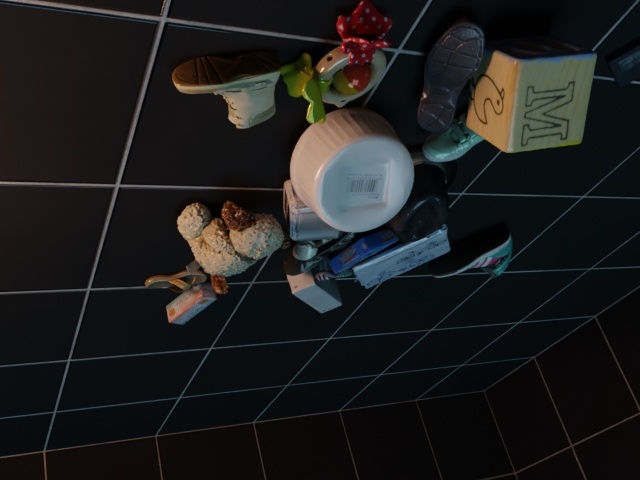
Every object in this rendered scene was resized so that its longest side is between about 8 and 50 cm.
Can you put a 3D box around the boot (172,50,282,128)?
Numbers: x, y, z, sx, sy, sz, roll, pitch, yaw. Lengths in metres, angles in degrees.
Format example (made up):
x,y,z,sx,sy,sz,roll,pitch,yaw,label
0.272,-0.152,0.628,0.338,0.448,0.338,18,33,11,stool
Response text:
x,y,z,sx,sy,sz,roll,pitch,yaw,label
-0.185,-0.292,1.416,0.213,0.077,0.165,-12,154,-15,boot

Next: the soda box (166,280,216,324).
x,y,z,sx,sy,sz,roll,pitch,yaw,label
-0.400,0.192,2.182,0.058,0.063,0.183,15,140,-45,soda box

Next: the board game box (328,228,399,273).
x,y,z,sx,sy,sz,roll,pitch,yaw,label
0.146,0.023,2.103,0.210,0.047,0.160,-17,165,-48,board game box

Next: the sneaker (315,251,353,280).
x,y,z,sx,sy,sz,roll,pitch,yaw,label
0.044,0.068,2.192,0.083,0.098,0.223,-7,180,18,sneaker

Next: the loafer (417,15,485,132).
x,y,z,sx,sy,sz,roll,pitch,yaw,label
0.278,-0.370,1.534,0.109,0.095,0.302,17,143,2,loafer

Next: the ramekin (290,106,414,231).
x,y,z,sx,sy,sz,roll,pitch,yaw,label
0.081,-0.153,1.626,0.277,0.135,0.277,-10,123,-16,ramekin

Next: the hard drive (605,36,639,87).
x,y,z,sx,sy,sz,roll,pitch,yaw,label
0.756,-0.431,1.721,0.094,0.022,0.135,-29,149,22,hard drive

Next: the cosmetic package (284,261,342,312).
x,y,z,sx,sy,sz,roll,pitch,yaw,label
-0.020,0.137,2.233,0.085,0.117,0.231,-24,152,13,cosmetic package

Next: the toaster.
x,y,z,sx,sy,sz,roll,pitch,yaw,label
-0.016,-0.088,1.817,0.146,0.129,0.227,-9,151,-9,toaster

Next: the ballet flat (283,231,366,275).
x,y,z,sx,sy,sz,roll,pitch,yaw,label
0.000,0.000,2.035,0.280,0.095,0.096,-31,140,5,ballet flat

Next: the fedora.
x,y,z,sx,sy,sz,roll,pitch,yaw,label
0.248,-0.099,1.911,0.334,0.153,0.334,-12,151,-7,fedora

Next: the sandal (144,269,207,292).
x,y,z,sx,sy,sz,roll,pitch,yaw,label
-0.421,0.127,2.069,0.180,0.049,0.072,-7,151,-17,sandal

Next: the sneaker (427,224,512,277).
x,y,z,sx,sy,sz,roll,pitch,yaw,label
0.524,0.069,2.404,0.295,0.124,0.178,-26,141,15,sneaker

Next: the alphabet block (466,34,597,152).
x,y,z,sx,sy,sz,roll,pitch,yaw,label
0.444,-0.318,1.511,0.193,0.192,0.197,-8,118,-13,alphabet block

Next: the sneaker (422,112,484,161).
x,y,z,sx,sy,sz,roll,pitch,yaw,label
0.360,-0.288,1.690,0.256,0.094,0.151,-26,158,-3,sneaker

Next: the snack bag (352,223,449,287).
x,y,z,sx,sy,sz,roll,pitch,yaw,label
0.252,0.054,2.223,0.323,0.037,0.342,-24,164,6,snack bag

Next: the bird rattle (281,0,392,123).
x,y,z,sx,sy,sz,roll,pitch,yaw,label
0.050,-0.356,1.427,0.253,0.143,0.207,-42,157,17,bird rattle

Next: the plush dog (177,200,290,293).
x,y,z,sx,sy,sz,roll,pitch,yaw,label
-0.200,0.002,1.779,0.225,0.211,0.262,-27,150,32,plush dog
